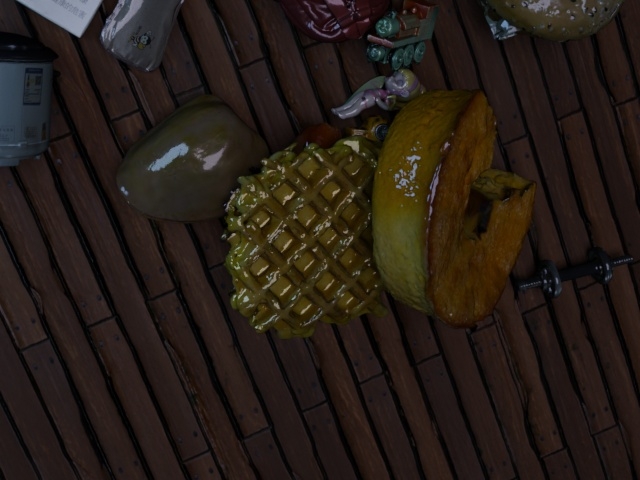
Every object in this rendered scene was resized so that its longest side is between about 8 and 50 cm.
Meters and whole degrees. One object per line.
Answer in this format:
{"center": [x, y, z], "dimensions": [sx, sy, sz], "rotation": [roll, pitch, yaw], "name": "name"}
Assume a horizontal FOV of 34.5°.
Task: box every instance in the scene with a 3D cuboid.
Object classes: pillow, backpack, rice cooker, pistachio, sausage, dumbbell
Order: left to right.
{"center": [-0.555, -0.249, 1.684], "dimensions": [0.280, 0.241, 0.227], "rotation": [-10, 111, -48], "name": "rice cooker"}
{"center": [-0.296, -0.417, 1.803], "dimensions": [0.131, 0.038, 0.232], "rotation": [22, 95, -39], "name": "pillow"}
{"center": [-0.225, -0.127, 1.825], "dimensions": [0.260, 0.163, 0.212], "rotation": [-37, 73, -2], "name": "pistachio"}
{"center": [-0.052, -0.057, 1.912], "dimensions": [0.097, 0.094, 0.348], "rotation": [19, 101, -28], "name": "sausage"}
{"center": [0.024, -0.457, 1.830], "dimensions": [0.229, 0.139, 0.229], "rotation": [-1, 97, -12], "name": "backpack"}
{"center": [0.513, 0.064, 2.076], "dimensions": [0.254, 0.081, 0.081], "rotation": [-13, 103, -10], "name": "dumbbell"}

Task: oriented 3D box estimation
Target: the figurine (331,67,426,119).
{"center": [0.111, -0.264, 1.928], "dimensions": [0.187, 0.083, 0.083], "rotation": [-25, 105, -14], "name": "figurine"}

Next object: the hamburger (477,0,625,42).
{"center": [0.425, -0.503, 1.892], "dimensions": [0.318, 0.195, 0.276], "rotation": [-20, 103, -7], "name": "hamburger"}

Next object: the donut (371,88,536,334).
{"center": [0.219, -0.047, 1.842], "dimensions": [0.377, 0.163, 0.435], "rotation": [-63, 144, -22], "name": "donut"}

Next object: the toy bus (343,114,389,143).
{"center": [0.071, -0.162, 1.934], "dimensions": [0.074, 0.069, 0.162], "rotation": [17, 97, -15], "name": "toy bus"}

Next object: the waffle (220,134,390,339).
{"center": [0.000, 0.000, 1.859], "dimensions": [0.380, 0.095, 0.382], "rotation": [-11, 114, -23], "name": "waffle"}

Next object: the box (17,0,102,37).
{"center": [-0.417, -0.497, 1.755], "dimensions": [0.164, 0.069, 0.256], "rotation": [30, 93, -17], "name": "box"}

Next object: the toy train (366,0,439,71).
{"center": [0.145, -0.376, 1.870], "dimensions": [0.074, 0.176, 0.118], "rotation": [23, 116, 25], "name": "toy train"}
